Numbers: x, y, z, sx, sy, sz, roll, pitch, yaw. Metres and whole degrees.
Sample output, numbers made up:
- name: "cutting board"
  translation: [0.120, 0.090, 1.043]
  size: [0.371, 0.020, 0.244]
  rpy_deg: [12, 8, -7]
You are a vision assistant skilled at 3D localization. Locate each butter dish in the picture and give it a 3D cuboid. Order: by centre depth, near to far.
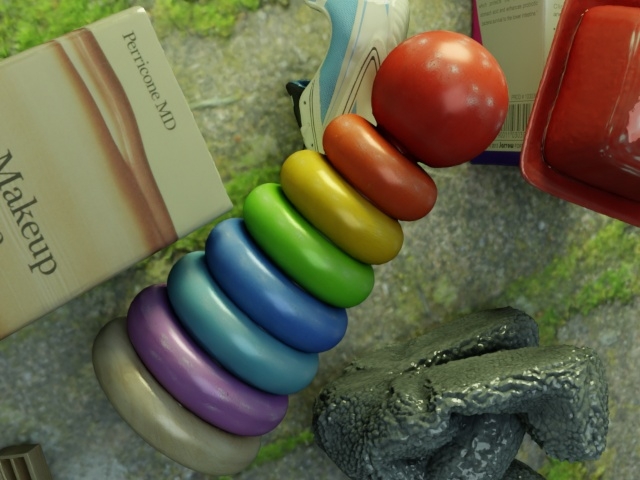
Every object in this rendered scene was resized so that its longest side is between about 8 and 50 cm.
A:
- name: "butter dish"
  translation: [0.240, -0.092, 0.735]
  size: [0.160, 0.118, 0.160]
  rpy_deg: [18, 89, -21]

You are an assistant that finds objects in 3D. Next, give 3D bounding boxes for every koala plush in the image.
- name: "koala plush"
  translation: [0.111, 0.191, 0.809]
  size: [0.203, 0.196, 0.221]
  rpy_deg: [-16, 101, -6]

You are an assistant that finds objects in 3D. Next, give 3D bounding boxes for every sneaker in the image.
- name: "sneaker"
  translation: [0.014, -0.074, 0.803]
  size: [0.086, 0.085, 0.237]
  rpy_deg: [8, 100, 11]

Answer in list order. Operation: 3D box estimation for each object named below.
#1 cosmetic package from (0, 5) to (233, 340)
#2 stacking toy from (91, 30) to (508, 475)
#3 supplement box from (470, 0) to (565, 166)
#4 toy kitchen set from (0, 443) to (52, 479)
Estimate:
- name: "cosmetic package"
  translation: [-0.223, -0.015, 0.650]
  size: [0.296, 0.129, 0.153]
  rpy_deg: [-33, 106, -30]
- name: "stacking toy"
  translation: [0.000, 0.000, 0.714]
  size: [0.141, 0.141, 0.330]
  rpy_deg: [39, 101, -19]
- name: "supplement box"
  translation: [0.190, -0.169, 0.832]
  size: [0.114, 0.111, 0.219]
  rpy_deg: [-3, 97, -20]
- name: "toy kitchen set"
  translation: [-0.233, 0.196, 0.741]
  size: [0.068, 0.083, 0.075]
  rpy_deg: [-11, 102, 23]
